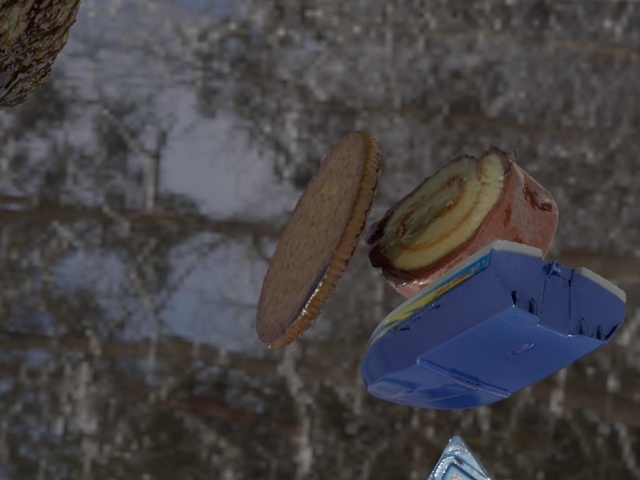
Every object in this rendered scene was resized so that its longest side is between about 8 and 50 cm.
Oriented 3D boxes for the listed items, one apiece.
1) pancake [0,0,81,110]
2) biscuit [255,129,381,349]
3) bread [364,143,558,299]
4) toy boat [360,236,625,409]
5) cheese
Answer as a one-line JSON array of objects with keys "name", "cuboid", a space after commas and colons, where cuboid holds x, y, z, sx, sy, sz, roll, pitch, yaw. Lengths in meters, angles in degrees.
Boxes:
[{"name": "pancake", "cuboid": [-0.350, -0.210, 1.851, 0.212, 0.056, 0.257, -28, -25, -48]}, {"name": "biscuit", "cuboid": [0.000, 0.000, 2.208, 0.305, 0.038, 0.305, -57, 16, 27]}, {"name": "bread", "cuboid": [0.191, -0.007, 2.246, 0.123, 0.244, 0.190, 37, -160, -35]}, {"name": "toy boat", "cuboid": [0.116, 0.081, 1.431, 0.129, 0.295, 0.088, 21, -120, -20]}, {"name": "cheese", "cuboid": [0.267, 0.401, 2.582, 0.052, 0.244, 0.135, -14, -44, -61]}]
